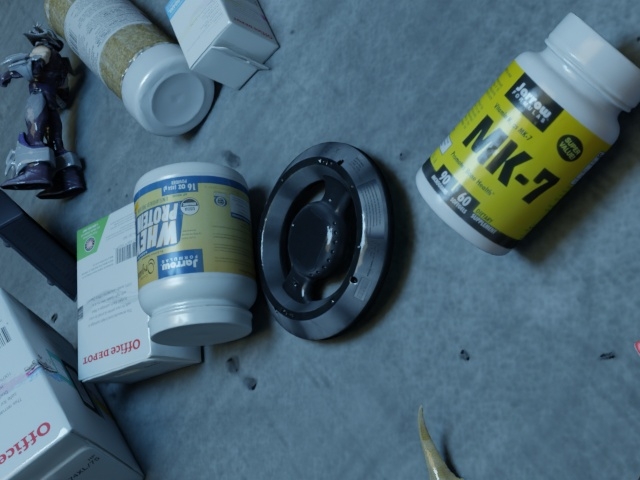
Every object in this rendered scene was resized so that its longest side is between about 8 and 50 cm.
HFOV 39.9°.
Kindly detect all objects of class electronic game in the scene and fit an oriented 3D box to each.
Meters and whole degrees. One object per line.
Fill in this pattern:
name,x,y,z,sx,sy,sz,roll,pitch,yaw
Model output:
electronic game,0.000,0.000,1.015,0.229,0.048,0.229,-13,73,48

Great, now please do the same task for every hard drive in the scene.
hard drive,-0.432,-0.002,1.307,0.054,0.172,0.254,-48,28,-11

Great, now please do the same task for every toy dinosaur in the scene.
toy dinosaur,0.122,0.259,0.852,0.092,0.053,0.183,-37,64,11

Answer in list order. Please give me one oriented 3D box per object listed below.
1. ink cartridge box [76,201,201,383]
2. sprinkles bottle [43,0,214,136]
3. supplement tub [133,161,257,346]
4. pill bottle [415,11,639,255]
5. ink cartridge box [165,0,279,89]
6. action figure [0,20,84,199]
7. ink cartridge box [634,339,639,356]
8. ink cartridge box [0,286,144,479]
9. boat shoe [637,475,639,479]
ink cartridge box,-0.248,0.073,1.190,0.160,0.092,0.220,-20,67,38
sprinkles bottle,-0.290,-0.284,1.298,0.355,0.121,0.121,44,109,39
supplement tub,-0.152,0.019,1.081,0.144,0.144,0.200,-22,66,37
pill bottle,0.196,-0.097,0.816,0.208,0.119,0.119,-50,51,21
ink cartridge box,-0.130,-0.278,1.173,0.090,0.092,0.143,-41,54,27
action figure,-0.442,-0.214,1.395,0.099,0.185,0.285,-7,77,11
ink cartridge box,0.394,0.115,0.622,0.296,0.066,0.261,-39,57,29
ink cartridge box,-0.407,0.248,1.172,0.198,0.197,0.270,-37,54,-5
boat shoe,0.257,0.251,0.674,0.073,0.073,0.207,24,128,30
